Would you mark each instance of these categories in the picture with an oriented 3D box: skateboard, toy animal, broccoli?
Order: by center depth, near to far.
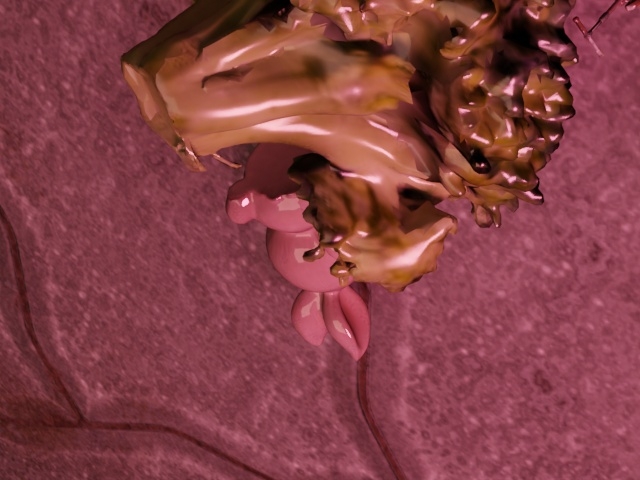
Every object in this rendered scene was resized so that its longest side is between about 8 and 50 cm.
[{"bbox_3d":[0.208,-0.160,1.026,0.064,0.083,0.032,-19,111,48],"label":"skateboard"},{"bbox_3d":[0.008,-0.152,1.035,0.348,0.281,0.293,51,160,24],"label":"broccoli"},{"bbox_3d":[0.002,-0.001,1.353,0.124,0.124,0.212,14,142,33],"label":"toy animal"}]
